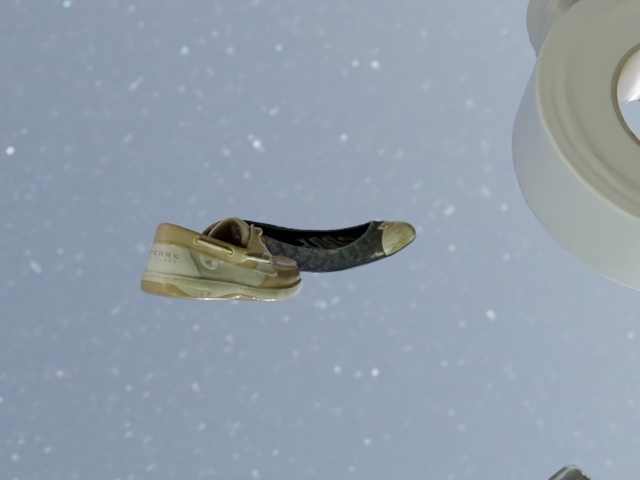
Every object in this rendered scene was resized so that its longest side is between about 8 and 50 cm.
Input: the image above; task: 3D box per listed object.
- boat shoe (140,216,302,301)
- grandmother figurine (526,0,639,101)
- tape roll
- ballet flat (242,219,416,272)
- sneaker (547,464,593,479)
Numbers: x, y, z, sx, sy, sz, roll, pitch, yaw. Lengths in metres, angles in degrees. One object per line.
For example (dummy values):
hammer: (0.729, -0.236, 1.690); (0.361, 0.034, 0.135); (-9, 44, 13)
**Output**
boat shoe: (-0.064, 0.012, 1.112); (0.170, 0.063, 0.059); (2, -84, -61)
grandmother figurine: (0.350, -0.175, 1.584); (0.342, 0.208, 0.104); (24, -102, -26)
tape roll: (0.316, -0.095, 1.346); (0.286, 0.100, 0.286); (3, -121, -5)
ballet flat: (0.000, 0.000, 1.337); (0.057, 0.173, 0.049); (-46, -54, -61)
sneaker: (0.245, 0.290, 1.169); (0.366, 0.137, 0.210); (24, -156, -43)
